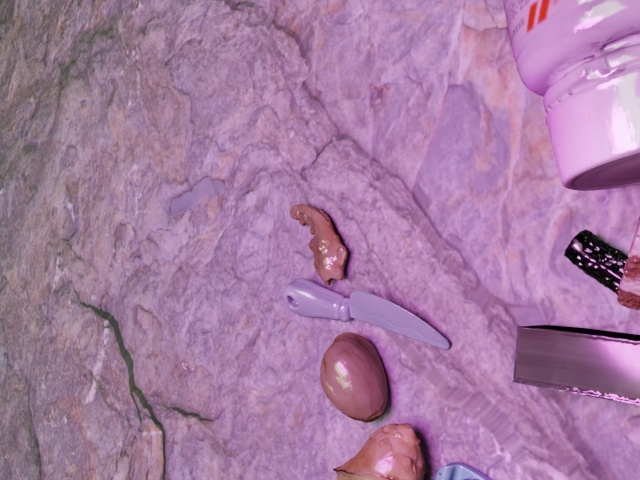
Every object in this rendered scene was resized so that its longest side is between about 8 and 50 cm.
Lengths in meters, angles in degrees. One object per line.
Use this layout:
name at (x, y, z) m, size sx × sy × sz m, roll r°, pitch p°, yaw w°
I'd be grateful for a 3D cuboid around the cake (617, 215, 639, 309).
cake at (0.417, 0.005, 0.816) m, size 0.134 × 0.147 × 0.135 m, roll 14°, pitch 64°, yaw 31°

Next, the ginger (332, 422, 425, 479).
ginger at (0.094, 0.356, 1.152) m, size 0.193 × 0.115 × 0.123 m, roll -22°, pitch 43°, yaw 54°

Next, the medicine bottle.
medicine bottle at (0.358, -0.240, 0.851) m, size 0.256 × 0.256 × 0.325 m, roll -15°, pitch 78°, yaw 40°

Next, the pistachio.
pistachio at (0.055, 0.227, 1.186) m, size 0.113 × 0.113 × 0.149 m, roll -37°, pitch 79°, yaw 33°

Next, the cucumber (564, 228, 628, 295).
cucumber at (0.400, 0.050, 0.922) m, size 0.187 × 0.058 × 0.058 m, roll 36°, pitch 110°, yaw 38°

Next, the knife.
knife at (0.068, 0.115, 1.206) m, size 0.331 × 0.044 × 0.080 m, roll 10°, pitch 125°, yaw 39°

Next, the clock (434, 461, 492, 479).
clock at (0.230, 0.397, 1.049) m, size 0.147 × 0.045 × 0.108 m, roll 16°, pitch 98°, yaw 41°

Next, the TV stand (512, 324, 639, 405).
TV stand at (0.386, 0.159, 0.902) m, size 0.269 × 0.088 × 0.083 m, roll 4°, pitch 88°, yaw 41°

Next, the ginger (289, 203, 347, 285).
ginger at (0.001, -0.003, 1.285) m, size 0.069 × 0.051 × 0.173 m, roll -47°, pitch 52°, yaw 35°
